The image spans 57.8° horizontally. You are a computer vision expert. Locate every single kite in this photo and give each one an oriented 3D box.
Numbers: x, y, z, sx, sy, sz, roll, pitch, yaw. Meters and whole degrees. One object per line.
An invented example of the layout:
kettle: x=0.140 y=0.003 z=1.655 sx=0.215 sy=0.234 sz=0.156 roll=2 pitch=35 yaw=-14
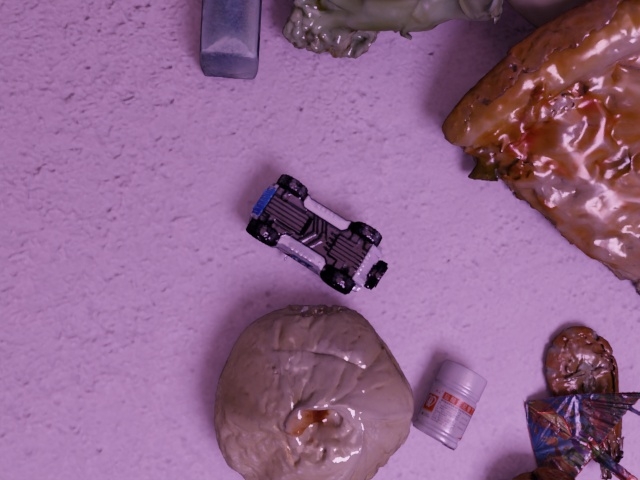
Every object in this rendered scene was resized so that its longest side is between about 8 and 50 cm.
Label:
kite: x=0.314 y=0.244 z=0.692 sx=0.160 sy=0.010 sz=0.183 roll=36 pitch=102 yaw=22

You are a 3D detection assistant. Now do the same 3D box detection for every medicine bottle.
medicine bottle: x=0.151 y=0.192 z=0.678 sx=0.057 sy=0.057 sz=0.089 roll=31 pitch=78 yaw=-3

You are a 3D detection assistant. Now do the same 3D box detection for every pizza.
pizza: x=0.342 y=-0.131 z=0.657 sx=0.391 sy=0.080 sz=0.435 roll=14 pitch=118 yaw=8

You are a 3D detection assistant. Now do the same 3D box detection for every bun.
bun: x=-0.009 y=0.174 z=0.616 sx=0.220 sy=0.134 sz=0.221 roll=1 pitch=85 yaw=-7

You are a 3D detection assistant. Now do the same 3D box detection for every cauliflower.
cauliflower: x=0.096 y=-0.330 z=0.665 sx=0.327 sy=0.260 sz=0.281 roll=-44 pitch=87 yaw=22

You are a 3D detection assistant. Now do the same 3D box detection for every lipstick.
lipstick: x=-0.106 y=-0.342 z=0.707 sx=0.076 sy=0.077 sz=0.290 roll=4 pitch=82 yaw=-9

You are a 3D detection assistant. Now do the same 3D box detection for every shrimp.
shrimp: x=0.333 y=0.198 z=0.718 sx=0.091 sy=0.043 sz=0.184 roll=-11 pitch=77 yaw=-3

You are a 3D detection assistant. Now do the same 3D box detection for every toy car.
toy car: x=0.000 y=0.000 z=0.676 sx=0.170 sy=0.070 sz=0.080 roll=32 pitch=78 yaw=-1

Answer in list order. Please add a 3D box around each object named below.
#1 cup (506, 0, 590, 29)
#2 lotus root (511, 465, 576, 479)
cup: x=0.352 y=-0.326 z=0.664 sx=0.202 sy=0.255 sz=0.173 roll=30 pitch=64 yaw=-29
lotus root: x=0.248 y=0.366 z=0.635 sx=0.118 sy=0.125 sz=0.221 roll=23 pitch=72 yaw=-46
